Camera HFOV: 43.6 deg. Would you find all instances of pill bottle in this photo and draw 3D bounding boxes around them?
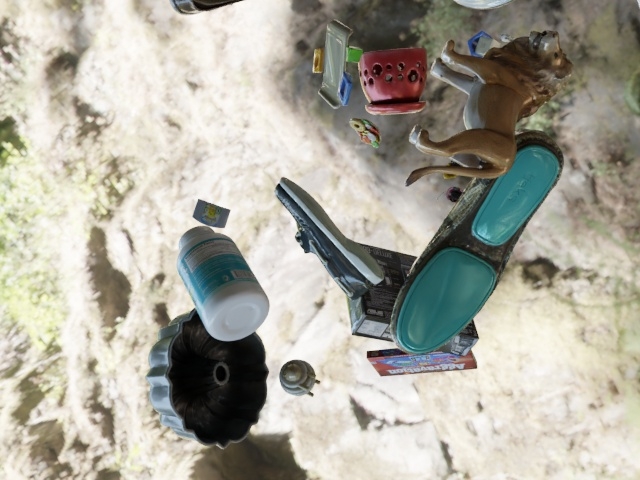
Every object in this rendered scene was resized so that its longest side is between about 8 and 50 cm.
[{"bbox_3d":[-0.223,0.082,1.742,0.146,0.146,0.264,29,-161,-46],"label":"pill bottle"}]

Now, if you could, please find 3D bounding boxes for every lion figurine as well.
[{"bbox_3d":[0.300,-0.220,1.416,0.240,0.142,0.392,22,-112,-3],"label":"lion figurine"}]

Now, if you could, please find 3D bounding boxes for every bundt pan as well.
[{"bbox_3d":[-0.269,0.309,1.836,0.331,0.124,0.331,19,-115,-49],"label":"bundt pan"}]

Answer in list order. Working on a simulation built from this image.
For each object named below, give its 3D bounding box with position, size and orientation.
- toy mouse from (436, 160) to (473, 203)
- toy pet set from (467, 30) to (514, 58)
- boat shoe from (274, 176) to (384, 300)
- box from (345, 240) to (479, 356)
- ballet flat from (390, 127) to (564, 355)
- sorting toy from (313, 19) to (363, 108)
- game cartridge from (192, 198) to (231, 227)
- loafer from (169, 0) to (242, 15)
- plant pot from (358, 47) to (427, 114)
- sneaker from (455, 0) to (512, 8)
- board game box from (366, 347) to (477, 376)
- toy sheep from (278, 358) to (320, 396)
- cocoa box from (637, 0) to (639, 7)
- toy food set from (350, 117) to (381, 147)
[{"bbox_3d":[0.362,-0.136,1.961,0.143,0.161,0.031,43,-157,7],"label":"toy mouse"},{"bbox_3d":[0.393,-0.428,1.855,0.114,0.122,0.065,15,-170,-44],"label":"toy pet set"},{"bbox_3d":[0.000,0.000,1.666,0.302,0.091,0.114,47,-164,-3],"label":"boat shoe"},{"bbox_3d":[0.211,0.139,1.931,0.307,0.076,0.242,13,-139,-20],"label":"box"},{"bbox_3d":[0.289,-0.002,1.539,0.164,0.483,0.182,28,-167,-11],"label":"ballet flat"},{"bbox_3d":[0.048,-0.450,2.036,0.047,0.196,0.348,2,-157,-16],"label":"sorting toy"},{"bbox_3d":[-0.260,-0.061,1.903,0.083,0.056,0.017,18,-176,-10],"label":"game cartridge"},{"bbox_3d":[-0.170,-0.570,1.669,0.366,0.130,0.134,-40,-53,-39],"label":"loafer"},{"bbox_3d":[0.201,-0.438,2.213,0.191,0.191,0.174,-27,-64,-64],"label":"plant pot"},{"bbox_3d":[0.399,-0.652,1.781,0.257,0.447,0.169,17,-94,-40],"label":"sneaker"},{"bbox_3d":[0.282,0.330,2.212,0.145,0.281,0.027,55,-148,-54],"label":"board game box"},{"bbox_3d":[-0.049,0.309,1.795,0.132,0.091,0.091,74,-178,-61],"label":"toy sheep"},{"bbox_3d":[0.811,-0.630,1.725,0.347,0.228,0.231,40,-116,-49],"label":"cocoa box"},{"bbox_3d":[0.111,-0.258,1.910,0.020,0.082,0.083,-49,-42,-23],"label":"toy food set"}]
